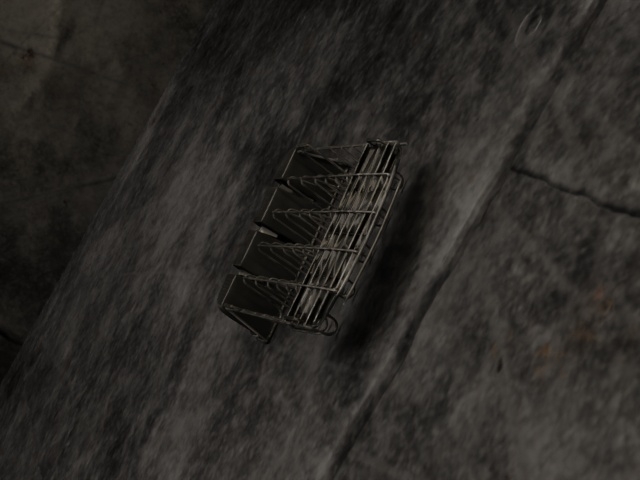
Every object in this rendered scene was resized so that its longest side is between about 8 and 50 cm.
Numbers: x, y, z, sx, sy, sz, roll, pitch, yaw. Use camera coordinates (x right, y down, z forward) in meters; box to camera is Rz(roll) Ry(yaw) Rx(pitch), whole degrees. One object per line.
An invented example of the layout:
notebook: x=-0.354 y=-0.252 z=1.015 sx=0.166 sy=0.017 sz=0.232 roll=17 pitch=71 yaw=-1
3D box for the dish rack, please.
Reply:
dish rack: x=0.000 y=0.000 z=1.066 sx=0.271 sy=0.074 sz=0.208 roll=3 pitch=67 yaw=65
